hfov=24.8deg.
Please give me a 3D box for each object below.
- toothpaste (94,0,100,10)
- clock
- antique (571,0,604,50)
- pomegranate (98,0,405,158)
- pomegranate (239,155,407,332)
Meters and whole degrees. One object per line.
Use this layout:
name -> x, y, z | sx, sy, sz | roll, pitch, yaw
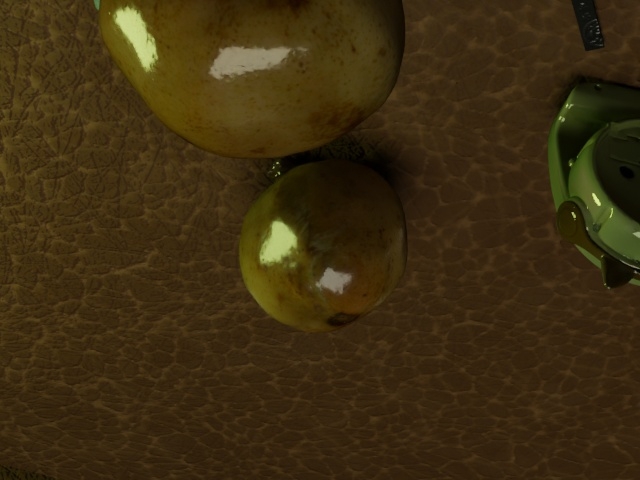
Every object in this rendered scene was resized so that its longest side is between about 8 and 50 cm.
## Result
toothpaste -> -0.312, -0.420, 2.015 | 0.075, 0.048, 0.297 | -2, 151, -3
clock -> 0.490, -0.065, 2.159 | 0.286, 0.348, 0.117 | 12, 142, -9
antique -> 0.376, -0.345, 2.085 | 0.031, 0.015, 0.192 | -9, 140, 18
pomegranate -> -0.078, -0.311, 1.875 | 0.417, 0.416, 0.416 | 3, 142, 3
pomegranate -> 0.010, 0.011, 2.354 | 0.307, 0.307, 0.307 | 3, 142, 3
